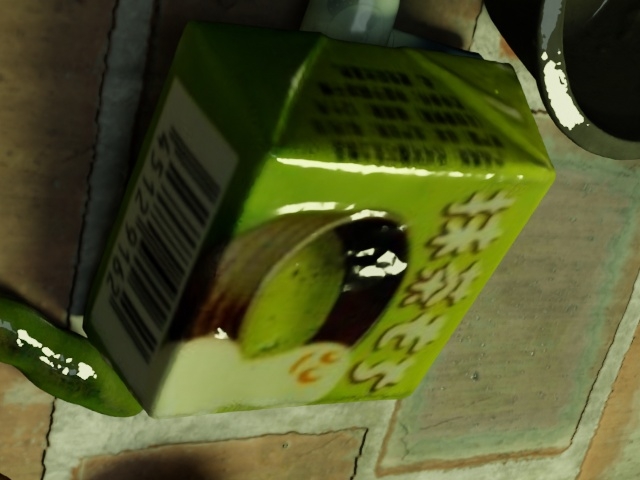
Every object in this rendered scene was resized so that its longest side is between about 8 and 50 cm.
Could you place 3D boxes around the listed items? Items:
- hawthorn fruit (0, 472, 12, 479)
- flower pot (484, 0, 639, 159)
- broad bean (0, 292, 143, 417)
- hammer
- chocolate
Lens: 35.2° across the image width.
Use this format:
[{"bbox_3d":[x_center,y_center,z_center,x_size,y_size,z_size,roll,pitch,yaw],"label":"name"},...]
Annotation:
[{"bbox_3d":[-0.331,0.238,0.735,0.251,0.199,0.199,36,94,-26],"label":"hawthorn fruit"},{"bbox_3d":[0.245,-0.219,0.839,0.269,0.166,0.269,-14,123,-22],"label":"flower pot"},{"bbox_3d":[-0.238,0.075,0.782,0.060,0.043,0.297,-45,129,12],"label":"broad bean"},{"bbox_3d":[0.066,-0.154,0.831,0.194,0.069,0.116,7,110,-39],"label":"hammer"},{"bbox_3d":[0.000,0.000,0.779,0.289,0.137,0.300,1,134,-33],"label":"chocolate"}]
